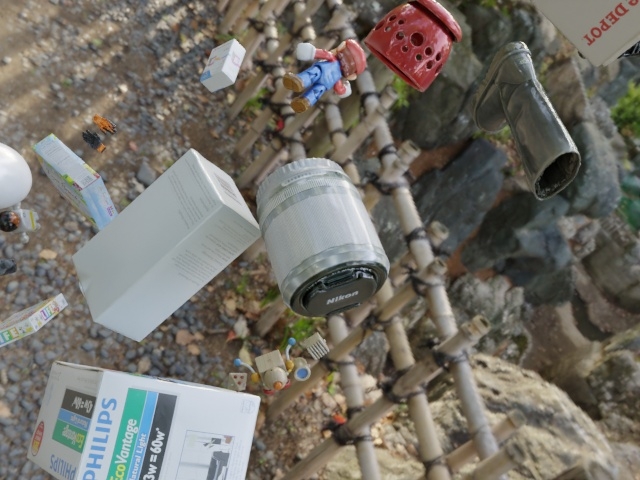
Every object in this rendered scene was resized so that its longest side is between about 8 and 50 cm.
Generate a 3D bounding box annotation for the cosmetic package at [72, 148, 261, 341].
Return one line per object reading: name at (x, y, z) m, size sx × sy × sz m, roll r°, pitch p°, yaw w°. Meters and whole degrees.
cosmetic package at (-0.344, 0.013, 1.478) m, size 0.156 × 0.385 × 0.217 m, roll 39°, pitch 14°, yaw -50°

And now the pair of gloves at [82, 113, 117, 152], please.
pair of gloves at (-0.560, -0.272, 1.694) m, size 0.074 × 0.083 × 0.010 m, roll 37°, pitch 4°, yaw 5°

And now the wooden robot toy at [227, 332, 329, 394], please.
wooden robot toy at (-0.062, 0.213, 1.046) m, size 0.079 × 0.173 × 0.076 m, roll -127°, pitch -162°, yaw -66°

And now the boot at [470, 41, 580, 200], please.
boot at (0.287, -0.148, 0.942) m, size 0.076 × 0.189 × 0.208 m, roll -17°, pitch 63°, yaw -4°

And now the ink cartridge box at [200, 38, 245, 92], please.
ink cartridge box at (-0.258, -0.464, 1.771) m, size 0.052 × 0.088 × 0.122 m, roll 42°, pitch 50°, yaw -38°

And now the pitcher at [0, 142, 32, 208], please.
pitcher at (-0.646, -0.109, 1.224) m, size 0.125 × 0.178 × 0.207 m, roll 35°, pitch 0°, yaw 18°

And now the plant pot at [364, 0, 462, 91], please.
plant pot at (0.228, -0.476, 1.586) m, size 0.191 × 0.174 × 0.191 m, roll 39°, pitch 12°, yaw -10°

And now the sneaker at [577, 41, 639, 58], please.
sneaker at (0.505, -0.348, 1.091) m, size 0.106 × 0.101 × 0.267 m, roll 34°, pitch 45°, yaw 13°

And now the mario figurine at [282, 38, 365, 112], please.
mario figurine at (0.008, -0.534, 2.126) m, size 0.170 × 0.198 × 0.320 m, roll 43°, pitch 61°, yaw 14°

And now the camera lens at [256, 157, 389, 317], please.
camera lens at (0.000, 0.000, 1.345) m, size 0.219 × 0.219 × 0.274 m, roll 11°, pitch 47°, yaw -42°

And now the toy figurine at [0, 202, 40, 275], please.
toy figurine at (-0.783, -0.023, 1.537) m, size 0.209 × 0.213 × 0.148 m, roll 34°, pitch 3°, yaw 4°

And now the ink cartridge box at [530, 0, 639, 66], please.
ink cartridge box at (0.262, -0.342, 0.660) m, size 0.283 × 0.117 × 0.207 m, roll 46°, pitch -13°, yaw 2°

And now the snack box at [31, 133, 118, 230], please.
snack box at (-0.618, -0.146, 1.688) m, size 0.207 × 0.174 × 0.070 m, roll 37°, pitch 64°, yaw 21°

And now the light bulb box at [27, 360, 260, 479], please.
light bulb box at (-0.388, 0.409, 1.457) m, size 0.361 × 0.358 × 0.225 m, roll 19°, pitch 73°, yaw -34°

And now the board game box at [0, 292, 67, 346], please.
board game box at (-0.520, 0.144, 1.169) m, size 0.154 × 0.103 × 0.026 m, roll -102°, pitch 168°, yaw -79°
